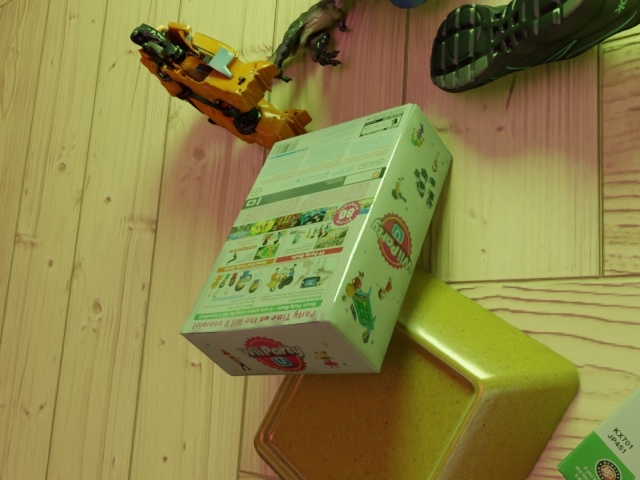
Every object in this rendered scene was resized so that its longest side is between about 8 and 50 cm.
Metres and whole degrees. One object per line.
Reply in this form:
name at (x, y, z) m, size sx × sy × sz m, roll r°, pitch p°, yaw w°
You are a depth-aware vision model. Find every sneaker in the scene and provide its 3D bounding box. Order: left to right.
sneaker at (0.220, -0.214, 0.790) m, size 0.267 × 0.106 × 0.101 m, roll -7°, pitch 79°, yaw 61°

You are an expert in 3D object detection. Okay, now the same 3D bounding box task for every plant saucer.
plant saucer at (0.065, 0.200, 0.832) m, size 0.332 × 0.081 × 0.333 m, roll 34°, pitch 102°, yaw 41°

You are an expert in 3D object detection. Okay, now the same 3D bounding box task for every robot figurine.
robot figurine at (-0.151, -0.228, 1.063) m, size 0.291 × 0.211 × 0.085 m, roll 33°, pitch 79°, yaw 37°

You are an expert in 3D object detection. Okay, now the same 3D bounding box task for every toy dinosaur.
toy dinosaur at (-0.027, -0.280, 1.041) m, size 0.268 × 0.064 × 0.118 m, roll -31°, pitch 43°, yaw 30°

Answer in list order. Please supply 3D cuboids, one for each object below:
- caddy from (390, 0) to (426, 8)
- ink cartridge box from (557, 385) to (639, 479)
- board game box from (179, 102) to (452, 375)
caddy at (0.074, -0.451, 0.878) m, size 0.241 × 0.179 × 0.341 m, roll 22°, pitch 85°, yaw 33°
ink cartridge box at (0.327, 0.174, 0.598) m, size 0.208 × 0.087 × 0.153 m, roll -53°, pitch 52°, yaw 18°
board game box at (0.000, 0.000, 0.842) m, size 0.224 × 0.097 × 0.303 m, roll -10°, pitch 44°, yaw 41°
